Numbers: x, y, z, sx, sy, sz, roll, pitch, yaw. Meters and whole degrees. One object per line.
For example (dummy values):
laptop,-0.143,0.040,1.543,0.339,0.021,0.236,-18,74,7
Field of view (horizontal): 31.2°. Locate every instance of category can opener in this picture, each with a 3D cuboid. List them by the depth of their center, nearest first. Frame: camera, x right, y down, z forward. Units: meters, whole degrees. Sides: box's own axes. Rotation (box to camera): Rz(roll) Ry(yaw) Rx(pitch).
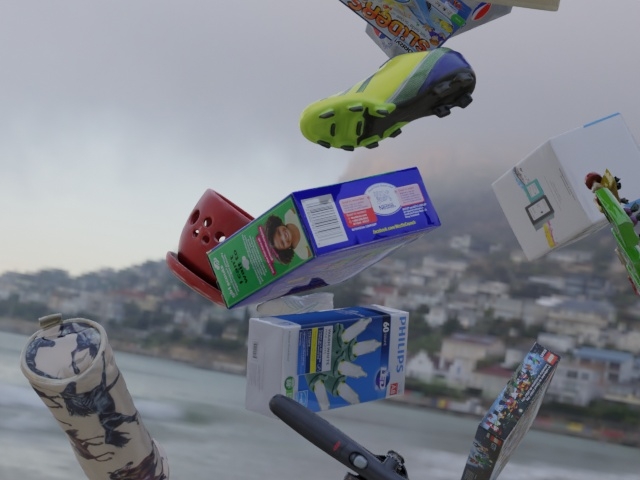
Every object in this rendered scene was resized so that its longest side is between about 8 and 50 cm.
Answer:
can opener,0.021,0.222,1.214,0.186,0.073,0.059,38,-12,10

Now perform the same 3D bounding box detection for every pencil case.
pencil case,-0.417,0.322,2.141,0.183,0.160,0.410,42,-23,45

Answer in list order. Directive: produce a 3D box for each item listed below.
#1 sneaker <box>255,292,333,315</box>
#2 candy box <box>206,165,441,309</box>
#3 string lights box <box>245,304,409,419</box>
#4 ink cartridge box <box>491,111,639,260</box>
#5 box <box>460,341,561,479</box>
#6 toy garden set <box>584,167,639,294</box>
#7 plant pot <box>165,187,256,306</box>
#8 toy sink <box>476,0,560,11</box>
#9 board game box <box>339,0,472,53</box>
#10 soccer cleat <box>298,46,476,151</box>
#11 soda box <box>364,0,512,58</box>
sneaker,-0.047,0.134,2.188,0.152,0.061,0.053,-4,-2,-8
candy box,0.000,0.000,1.945,0.268,0.122,0.317,-13,-13,-35
string lights box,0.013,0.172,1.674,0.259,0.133,0.076,-4,9,-44
ink cartridge box,0.536,-0.110,2.431,0.198,0.197,0.270,-21,-10,-23
box,0.275,0.269,1.677,0.044,0.159,0.233,32,-28,18
toy garden set,0.464,0.018,1.665,0.049,0.244,0.204,-25,27,9
plant pot,-0.183,0.022,2.180,0.191,0.174,0.191,34,1,-1
toy sink,0.296,-0.493,1.894,0.234,0.153,0.131,11,-29,13
board game box,0.130,-0.393,1.876,0.201,0.035,0.136,36,-36,-9
soccer cleat,0.093,-0.217,1.715,0.289,0.121,0.093,-20,-42,-15
soda box,0.223,-0.428,2.065,0.286,0.091,0.098,-26,-28,-24
